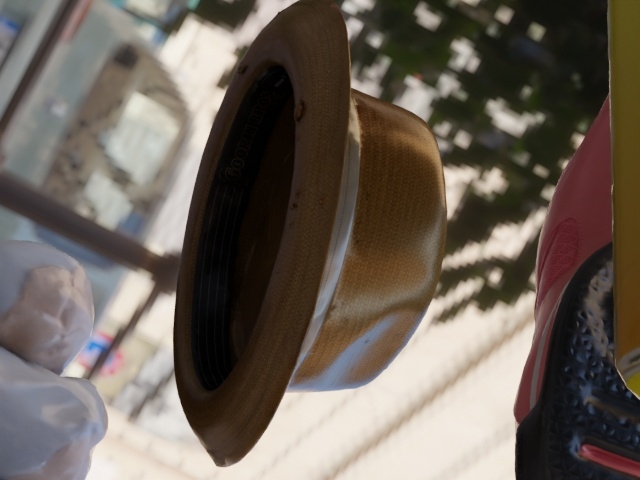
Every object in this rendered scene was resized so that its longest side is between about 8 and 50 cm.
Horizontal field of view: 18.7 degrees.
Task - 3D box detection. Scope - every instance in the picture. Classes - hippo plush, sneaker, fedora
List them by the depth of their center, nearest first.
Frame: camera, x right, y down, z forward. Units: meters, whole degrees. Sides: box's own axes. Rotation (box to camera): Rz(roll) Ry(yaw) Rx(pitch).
[{"bbox_3d":[0.000,0.000,0.792,0.194,0.079,0.194,-169,-90,-71],"label":"fedora"},{"bbox_3d":[0.151,0.035,0.909,0.136,0.116,0.314,-58,-172,51],"label":"sneaker"},{"bbox_3d":[-0.243,0.055,1.012,0.236,0.234,0.294,71,2,-81],"label":"hippo plush"}]

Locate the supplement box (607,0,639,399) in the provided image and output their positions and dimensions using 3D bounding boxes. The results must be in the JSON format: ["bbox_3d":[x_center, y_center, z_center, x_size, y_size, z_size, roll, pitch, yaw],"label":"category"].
[{"bbox_3d":[0.223,-0.076,0.626,0.194,0.195,0.357,-28,-143,32],"label":"supplement box"}]
